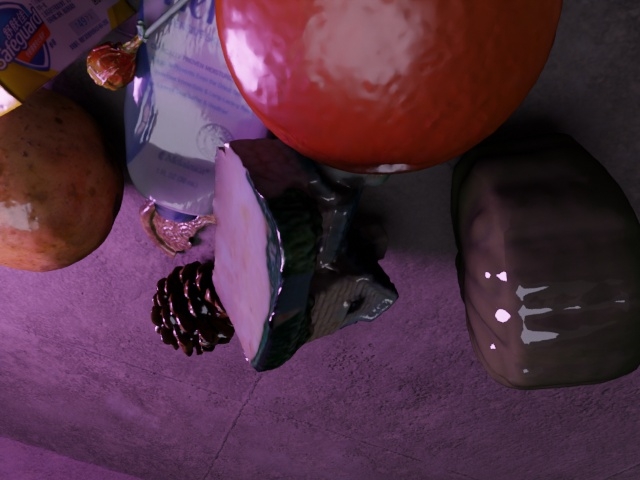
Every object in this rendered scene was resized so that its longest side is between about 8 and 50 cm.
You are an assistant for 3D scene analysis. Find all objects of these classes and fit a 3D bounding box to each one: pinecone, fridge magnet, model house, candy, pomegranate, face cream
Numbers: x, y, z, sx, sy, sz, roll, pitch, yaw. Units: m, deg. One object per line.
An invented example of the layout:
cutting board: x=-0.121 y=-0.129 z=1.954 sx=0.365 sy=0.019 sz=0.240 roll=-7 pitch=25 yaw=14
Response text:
pinecone: x=-0.233 y=0.133 z=1.014 sx=0.205 sy=0.179 sz=0.184 roll=-16 pitch=153 yaw=6
fridge magnet: x=0.068 y=-0.242 z=0.544 sx=0.364 sy=0.155 sz=0.363 roll=3 pitch=122 yaw=4
model house: x=-0.001 y=-0.001 z=0.750 sx=0.285 sy=0.243 sz=0.298 roll=-15 pitch=140 yaw=-29
candy: x=-0.218 y=-0.256 z=0.628 sx=0.201 sy=0.060 sz=0.060 roll=-28 pitch=123 yaw=26
pomegranate: x=-0.443 y=-0.093 z=0.766 sx=0.282 sy=0.281 sz=0.281 roll=7 pitch=135 yaw=7
face cream: x=-0.166 y=-0.202 z=0.722 sx=0.235 sy=0.137 sz=0.420 roll=22 pitch=124 yaw=-6

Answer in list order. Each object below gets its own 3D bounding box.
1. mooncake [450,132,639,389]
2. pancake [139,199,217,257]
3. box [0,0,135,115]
mooncake: x=0.283 y=0.038 z=0.686 sx=0.188 sy=0.351 sz=0.351 roll=-8 pitch=132 yaw=6
pancake: x=-0.261 y=-0.023 z=0.968 sx=0.184 sy=0.020 sz=0.190 roll=18 pitch=136 yaw=-6
box: x=-0.368 y=-0.238 z=0.606 sx=0.169 sy=0.265 sz=0.097 roll=-13 pitch=128 yaw=28
